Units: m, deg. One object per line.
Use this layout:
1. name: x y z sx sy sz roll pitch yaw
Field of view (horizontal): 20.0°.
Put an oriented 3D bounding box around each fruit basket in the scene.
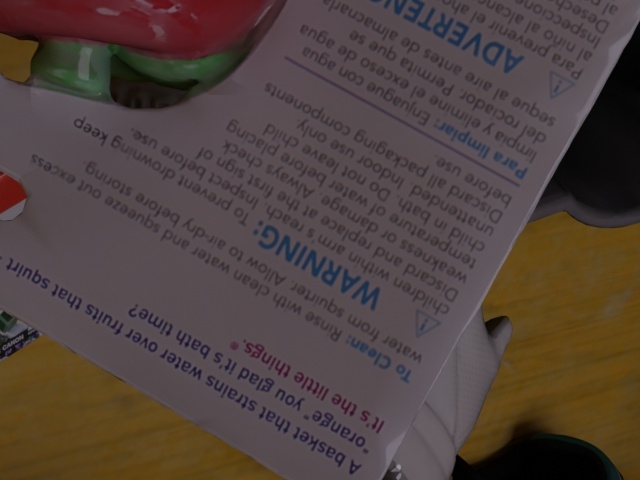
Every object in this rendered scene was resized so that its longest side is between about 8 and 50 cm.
1. fruit basket: -0.040 -0.155 0.519 0.353 0.327 0.165 -62 172 8

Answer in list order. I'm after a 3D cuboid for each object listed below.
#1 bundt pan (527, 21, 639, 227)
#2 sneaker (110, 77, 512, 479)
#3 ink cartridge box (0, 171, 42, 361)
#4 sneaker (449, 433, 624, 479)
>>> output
1. bundt pan: 0.132 -0.175 0.735 0.330 0.124 0.331 -22 134 -24
2. sneaker: 0.000 0.000 0.774 0.129 0.111 0.297 -56 143 -25
3. ink cartridge box: -0.130 -0.009 0.684 0.063 0.029 0.115 -33 132 -23
4. sneaker: 0.155 0.171 0.988 0.302 0.108 0.121 6 113 -42
